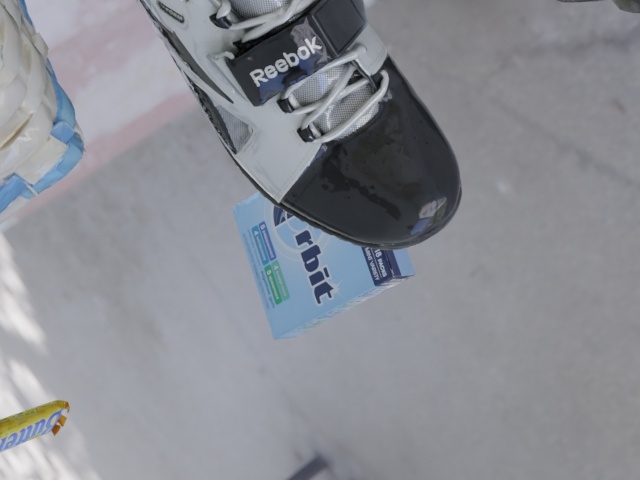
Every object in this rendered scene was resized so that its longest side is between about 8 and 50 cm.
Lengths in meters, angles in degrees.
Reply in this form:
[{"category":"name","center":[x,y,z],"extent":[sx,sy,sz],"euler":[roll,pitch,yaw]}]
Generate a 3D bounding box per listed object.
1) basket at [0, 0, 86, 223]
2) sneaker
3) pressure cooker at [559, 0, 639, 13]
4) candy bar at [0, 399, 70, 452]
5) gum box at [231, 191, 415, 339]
[{"category":"basket","center":[-0.252,-0.114,0.762],"extent":[0.289,0.201,0.255],"euler":[49,-171,-45]},{"category":"sneaker","center":[-0.035,-0.129,1.079],"extent":[0.330,0.122,0.146],"euler":[47,172,2]},{"category":"pressure cooker","center":[0.226,-0.391,1.224],"extent":[0.420,0.370,0.375],"euler":[42,-165,-37]},{"category":"candy bar","center":[-0.268,0.162,1.417],"extent":[0.018,0.161,0.040],"euler":[46,130,23]},{"category":"gum box","center":[0.000,0.000,1.864],"extent":[0.184,0.041,0.157],"euler":[-30,72,39]}]
